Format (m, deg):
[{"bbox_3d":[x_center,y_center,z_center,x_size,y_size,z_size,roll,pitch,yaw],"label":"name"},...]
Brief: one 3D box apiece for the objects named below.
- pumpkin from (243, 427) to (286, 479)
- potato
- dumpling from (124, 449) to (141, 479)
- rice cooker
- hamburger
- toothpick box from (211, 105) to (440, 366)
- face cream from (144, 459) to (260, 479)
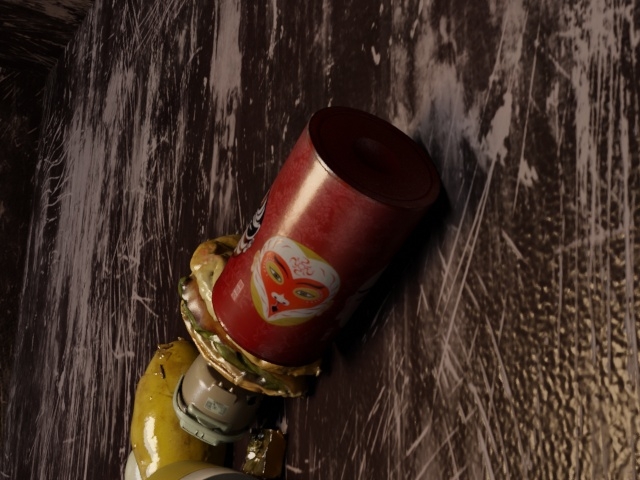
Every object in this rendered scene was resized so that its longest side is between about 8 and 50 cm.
[{"bbox_3d":[-0.093,0.345,1.585,0.074,0.054,0.083,-16,58,57],"label":"pumpkin"},{"bbox_3d":[-0.257,0.326,1.771,0.140,0.173,0.300,108,161,-63],"label":"potato"},{"bbox_3d":[-0.300,0.457,1.872,0.151,0.124,0.228,11,108,41],"label":"dumpling"},{"bbox_3d":[-0.163,0.251,1.630,0.127,0.145,0.206,-61,3,19],"label":"rice cooker"},{"bbox_3d":[-0.131,0.104,1.583,0.162,0.209,0.330,-55,34,37],"label":"hamburger"},{"bbox_3d":[0.000,0.000,1.379,0.333,0.204,0.204,-56,35,36],"label":"toothpick box"},{"bbox_3d":[-0.182,0.463,1.528,0.179,0.218,0.218,-11,71,62],"label":"face cream"}]
